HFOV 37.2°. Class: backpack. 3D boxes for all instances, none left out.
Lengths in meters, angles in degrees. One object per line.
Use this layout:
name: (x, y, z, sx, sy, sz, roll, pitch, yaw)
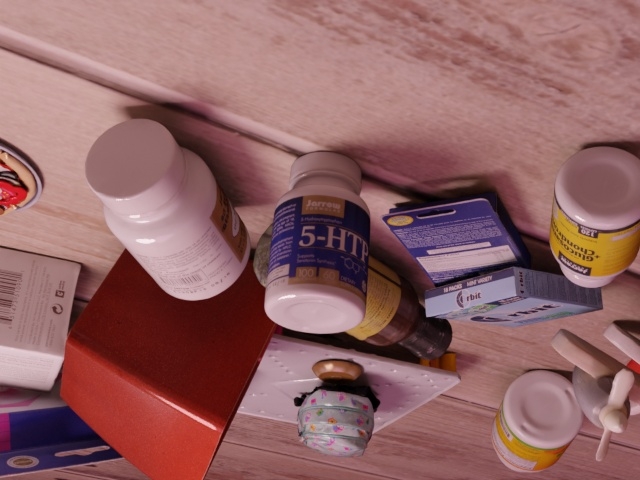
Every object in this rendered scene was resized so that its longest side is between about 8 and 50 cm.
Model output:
backpack: (0.031, 0.304, 1.600, 0.152, 0.115, 0.182, 1, 161, -2)

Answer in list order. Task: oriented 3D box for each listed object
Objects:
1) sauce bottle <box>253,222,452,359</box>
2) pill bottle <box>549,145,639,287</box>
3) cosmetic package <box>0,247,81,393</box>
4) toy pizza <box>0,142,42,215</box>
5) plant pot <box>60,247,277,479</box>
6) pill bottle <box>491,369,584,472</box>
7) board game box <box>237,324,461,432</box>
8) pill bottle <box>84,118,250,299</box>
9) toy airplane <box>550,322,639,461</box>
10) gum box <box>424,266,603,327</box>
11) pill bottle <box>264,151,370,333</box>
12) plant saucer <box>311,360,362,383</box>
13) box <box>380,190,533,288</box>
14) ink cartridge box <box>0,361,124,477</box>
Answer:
sauce bottle: (0.059, 0.079, 1.292, 0.111, 0.111, 0.344, -19, 143, 36)
pill bottle: (0.314, -0.018, 1.082, 0.103, 0.103, 0.184, -1, 151, 10)
cosmetic package: (-0.450, 0.120, 1.400, 0.151, 0.151, 0.183, 12, 152, -16)
toy pizza: (-0.443, -0.075, 1.158, 0.201, 0.032, 0.201, 3, 152, 2)
plant pot: (-0.210, 0.160, 1.315, 0.236, 0.267, 0.267, 25, 141, 1)
pill bottle: (0.380, 0.336, 1.705, 0.136, 0.136, 0.245, 3, 152, 3)
board game box: (-0.012, 0.244, 1.681, 0.390, 0.050, 0.390, 14, 151, -17)
pill bottle: (-0.173, -0.034, 1.090, 0.131, 0.131, 0.229, -3, 152, 14)
toy airplane: (0.510, 0.264, 1.314, 0.386, 0.272, 0.384, 26, 173, 27)
gum box: (0.261, 0.080, 1.286, 0.184, 0.041, 0.157, 11, 160, -39)
pill bottle: (0.000, 0.000, 1.070, 0.112, 0.186, 0.112, 3, 152, 2)
plant saucer: (0.027, 0.218, 1.556, 0.083, 0.015, 0.083, 3, 152, 2)
box: (0.175, -0.004, 1.198, 0.136, 0.036, 0.225, -9, 152, 23)
ink cartridge box: (-0.416, 0.264, 1.499, 0.324, 0.071, 0.330, -1, -171, -35)
